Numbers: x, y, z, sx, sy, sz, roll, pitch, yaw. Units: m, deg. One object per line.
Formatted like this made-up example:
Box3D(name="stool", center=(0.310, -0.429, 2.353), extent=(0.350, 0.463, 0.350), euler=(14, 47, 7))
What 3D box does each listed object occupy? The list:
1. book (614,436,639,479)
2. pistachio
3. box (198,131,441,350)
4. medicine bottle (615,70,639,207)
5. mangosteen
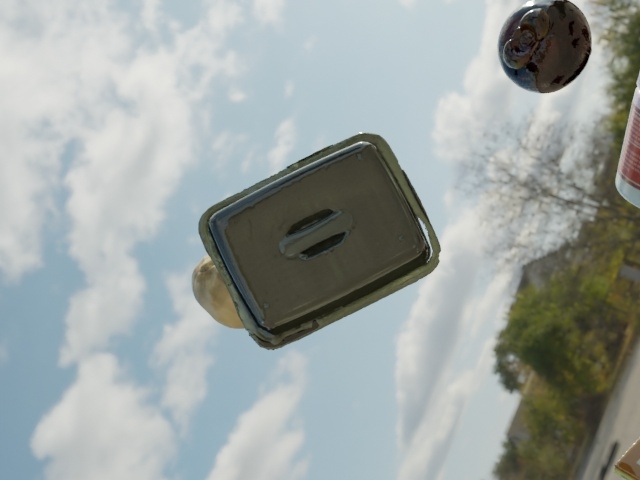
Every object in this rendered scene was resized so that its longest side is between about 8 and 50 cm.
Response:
Box3D(name="book", center=(0.702, 0.378, 1.532), extent=(0.262, 0.374, 0.028), euler=(-36, -48, -25))
Box3D(name="pistachio", center=(-0.141, 0.083, 1.714), extent=(0.200, 0.117, 0.145), euler=(12, -86, -42))
Box3D(name="box", center=(0.000, 0.000, 1.307), extent=(0.291, 0.220, 0.166), euler=(-27, -8, -1))
Box3D(name="medicine bottle", center=(0.662, -0.177, 1.671), extent=(0.252, 0.253, 0.240), euler=(-40, -39, -56))
Box3D(name="mangosteen", center=(0.342, -0.304, 1.480), extent=(0.152, 0.152, 0.152), euler=(-55, -23, -37))
